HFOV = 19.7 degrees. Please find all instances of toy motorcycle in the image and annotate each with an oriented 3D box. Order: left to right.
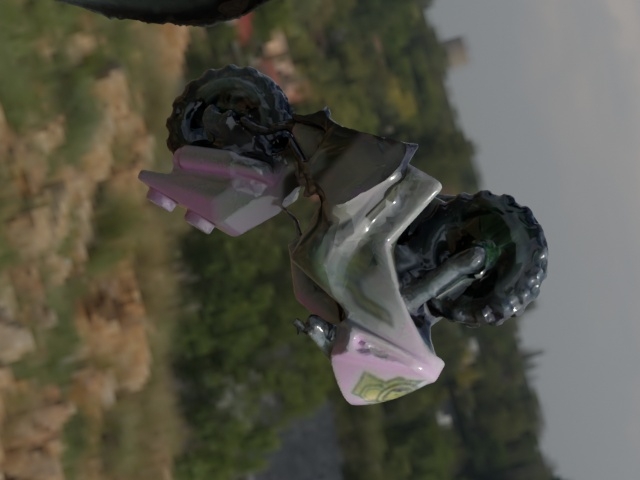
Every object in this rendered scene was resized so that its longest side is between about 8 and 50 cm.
[{"bbox_3d":[0.000,0.000,1.364,0.327,0.188,0.143,28,-7,23],"label":"toy motorcycle"}]

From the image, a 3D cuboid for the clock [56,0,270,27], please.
[{"bbox_3d":[-0.132,-0.201,0.713,0.325,0.325,0.067,66,41,-61],"label":"clock"}]
